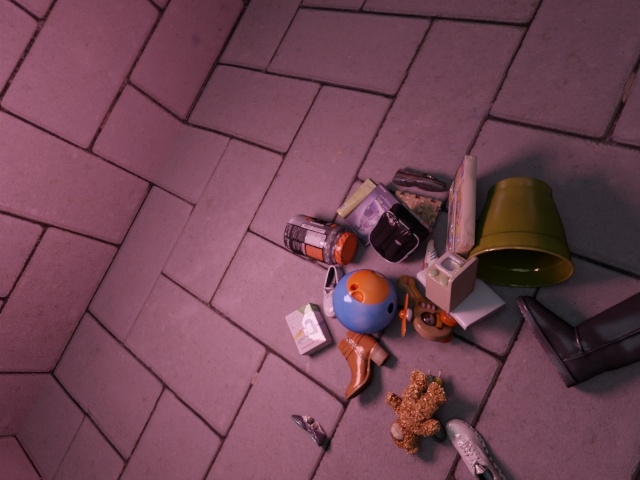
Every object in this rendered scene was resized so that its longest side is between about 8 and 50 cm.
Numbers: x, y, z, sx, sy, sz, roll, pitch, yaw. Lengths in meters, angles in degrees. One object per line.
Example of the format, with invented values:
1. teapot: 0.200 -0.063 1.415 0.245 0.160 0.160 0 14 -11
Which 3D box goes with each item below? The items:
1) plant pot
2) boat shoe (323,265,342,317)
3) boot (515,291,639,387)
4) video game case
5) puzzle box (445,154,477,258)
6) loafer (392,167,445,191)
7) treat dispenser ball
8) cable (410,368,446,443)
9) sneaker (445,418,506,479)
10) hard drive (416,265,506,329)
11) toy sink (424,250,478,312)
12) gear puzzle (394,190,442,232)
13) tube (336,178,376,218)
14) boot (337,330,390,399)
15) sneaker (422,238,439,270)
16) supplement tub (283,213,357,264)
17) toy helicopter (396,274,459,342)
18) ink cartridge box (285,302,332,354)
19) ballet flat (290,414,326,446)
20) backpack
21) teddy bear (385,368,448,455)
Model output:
1. plant pot: 0.779 -0.044 1.575 0.367 0.366 0.352 1 63 27
2. boat shoe: 0.050 0.250 1.978 0.095 0.084 0.257 -5 72 26
3. boot: 1.005 0.275 1.440 0.445 0.146 0.366 -32 72 19
4. video game case: 0.265 -0.128 1.998 0.274 0.026 0.196 -47 59 17
5. puzzle box: 0.586 -0.113 1.676 0.052 0.272 0.408 9 66 7
6. loafer: 0.479 -0.300 1.932 0.268 0.096 0.084 16 76 32
7. treat dispenser ball: 0.196 0.269 1.779 0.289 0.288 0.287 -8 70 25
8. cable: 0.440 0.678 1.648 0.140 0.072 0.286 -7 71 24
9. sneaker: 0.582 0.813 1.509 0.110 0.118 0.292 -43 59 11
10. hard drive: 0.579 0.205 1.670 0.203 0.040 0.307 -26 49 -13
11. toy sink: 0.501 0.143 1.552 0.153 0.234 0.131 -38 52 -16
12. gear puzzle: 0.412 -0.146 1.947 0.339 0.044 0.175 20 92 34
13. tube: 0.189 -0.212 2.076 0.240 0.062 0.070 -44 101 3
14. boot: 0.150 0.550 1.815 0.220 0.109 0.283 36 90 30
15. sneaker: 0.512 0.076 1.822 0.076 0.057 0.161 11 77 12
16. supplement tub: 0.000 0.000 2.013 0.338 0.207 0.206 18 83 30
17. toy helicopter: 0.416 0.286 1.723 0.235 0.140 0.355 -6 41 -19
18. ink cartridge box: -0.058 0.437 1.970 0.154 0.093 0.212 -33 64 14
19. ballet flat: -0.049 0.860 1.851 0.203 0.074 0.074 30 89 37
20. backpack: 0.352 -0.028 1.831 0.225 0.191 0.253 45 136 13
21. teddy bear: 0.372 0.690 1.611 0.338 0.113 0.245 -52 59 21
